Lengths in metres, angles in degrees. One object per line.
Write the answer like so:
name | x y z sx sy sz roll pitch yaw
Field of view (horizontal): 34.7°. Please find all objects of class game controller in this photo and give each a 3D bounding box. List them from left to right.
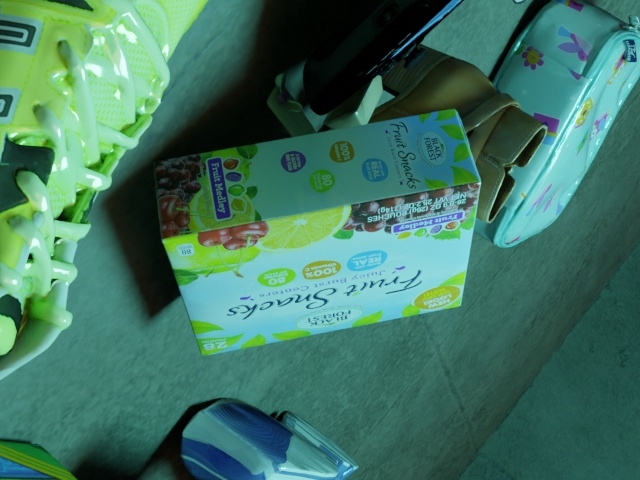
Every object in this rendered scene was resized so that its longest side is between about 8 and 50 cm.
game controller | 0.109 -0.191 0.644 0.319 0.067 0.166 -39 -168 43

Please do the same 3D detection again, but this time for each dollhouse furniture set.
dollhouse furniture set | -0.012 -0.107 0.771 0.081 0.091 0.114 53 41 -26

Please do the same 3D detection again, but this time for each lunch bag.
lunch bag | 0.259 -0.134 1.143 0.224 0.108 0.279 -12 134 -59

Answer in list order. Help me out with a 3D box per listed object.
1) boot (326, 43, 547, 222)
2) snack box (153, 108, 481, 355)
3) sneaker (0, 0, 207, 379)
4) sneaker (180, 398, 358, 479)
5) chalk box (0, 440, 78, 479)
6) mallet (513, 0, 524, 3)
boot | 0.075 -0.053 0.828 0.197 0.152 0.073 -60 158 15
snack box | 0.000 0.000 0.729 0.207 0.070 0.174 -9 149 -4
sneaker | -0.140 -0.028 0.441 0.384 0.147 0.145 -52 156 -9
sneaker | -0.069 0.278 1.061 0.182 0.127 0.315 -55 160 -2
chalk box | -0.235 0.232 0.588 0.180 0.179 0.289 -54 158 0
mallet | 0.156 -0.232 0.894 0.062 0.039 0.190 -55 162 1
